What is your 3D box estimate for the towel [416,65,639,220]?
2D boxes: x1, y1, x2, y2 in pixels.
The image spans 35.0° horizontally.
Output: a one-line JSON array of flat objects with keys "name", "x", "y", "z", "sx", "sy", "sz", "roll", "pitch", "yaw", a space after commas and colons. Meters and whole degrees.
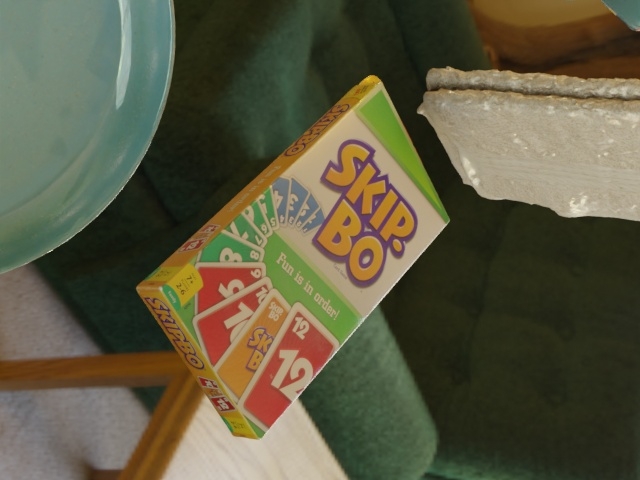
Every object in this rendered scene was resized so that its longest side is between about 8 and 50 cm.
[{"name": "towel", "x": 0.231, "y": -0.073, "z": 0.835, "sx": 0.187, "sy": 0.282, "sz": 0.049, "roll": 44, "pitch": 58, "yaw": -56}]

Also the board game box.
[{"name": "board game box", "x": 0.000, "y": 0.000, "z": 0.689, "sx": 0.259, "sy": 0.039, "sz": 0.124, "roll": -48, "pitch": 119, "yaw": -36}]

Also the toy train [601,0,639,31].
[{"name": "toy train", "x": 0.076, "y": -0.224, "z": 0.446, "sx": 0.334, "sy": 0.142, "sz": 0.190, "roll": 48, "pitch": 27, "yaw": 16}]

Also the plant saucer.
[{"name": "plant saucer", "x": -0.246, "y": -0.127, "z": 0.616, "sx": 0.318, "sy": 0.044, "sz": 0.317, "roll": -8, "pitch": 108, "yaw": -25}]
